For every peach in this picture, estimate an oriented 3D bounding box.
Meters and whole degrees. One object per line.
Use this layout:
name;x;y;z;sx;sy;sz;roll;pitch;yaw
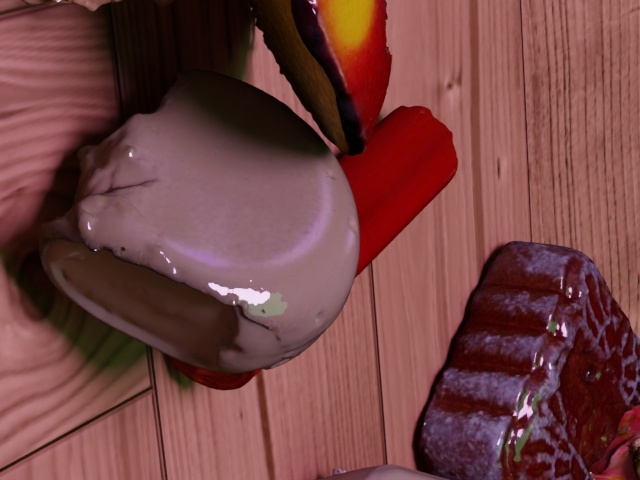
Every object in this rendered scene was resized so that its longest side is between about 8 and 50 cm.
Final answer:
peach;-0.002;-0.143;0.929;0.279;0.068;0.189;-134;-156;-80

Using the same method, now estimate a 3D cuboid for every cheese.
cheese;-0.061;-0.016;0.940;0.202;0.175;0.091;-77;-167;-49

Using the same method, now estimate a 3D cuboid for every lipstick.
lipstick;0.001;0.000;1.095;0.280;0.073;0.073;-44;130;-44

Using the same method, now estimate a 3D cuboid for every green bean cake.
green bean cake;0.183;0.132;1.359;0.232;0.097;0.198;-62;141;-28

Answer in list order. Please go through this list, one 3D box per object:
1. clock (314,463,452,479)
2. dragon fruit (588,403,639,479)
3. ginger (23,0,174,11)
clock;0.098;0.328;1.151;0.284;0.114;0.309;22;62;-37
dragon fruit;0.339;0.238;1.485;0.303;0.237;0.231;-7;108;-54
ginger;-0.118;-0.201;0.831;0.270;0.123;0.219;46;38;-48
